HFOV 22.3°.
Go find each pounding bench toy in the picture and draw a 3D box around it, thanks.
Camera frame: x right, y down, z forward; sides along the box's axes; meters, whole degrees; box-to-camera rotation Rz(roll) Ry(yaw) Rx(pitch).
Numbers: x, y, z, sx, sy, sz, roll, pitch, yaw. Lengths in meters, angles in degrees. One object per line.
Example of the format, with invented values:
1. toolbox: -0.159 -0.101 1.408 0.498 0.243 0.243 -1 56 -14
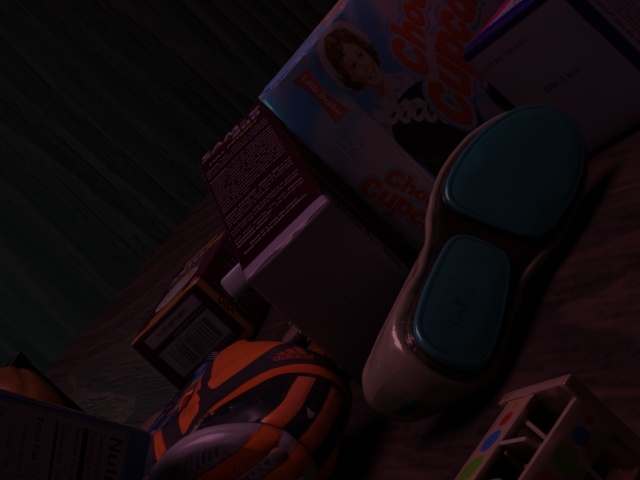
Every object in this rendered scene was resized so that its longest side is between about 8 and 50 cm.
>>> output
1. pounding bench toy: 0.079 0.100 0.641 0.065 0.052 0.083 -51 9 -26

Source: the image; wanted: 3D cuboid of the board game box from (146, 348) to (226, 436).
1. board game box: -0.102 0.169 1.194 0.194 0.060 0.194 -49 9 -12

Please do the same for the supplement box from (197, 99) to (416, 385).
1. supplement box: 0.000 0.000 1.074 0.073 0.130 0.239 -44 23 6

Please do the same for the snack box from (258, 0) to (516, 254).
1. snack box: 0.099 -0.129 1.167 0.060 0.187 0.322 -39 11 41

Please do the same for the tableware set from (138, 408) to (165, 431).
1. tableware set: -0.127 0.162 1.501 0.168 0.020 0.141 -44 10 5

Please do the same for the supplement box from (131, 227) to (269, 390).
1. supplement box: -0.110 0.064 1.665 0.104 0.081 0.188 -43 8 21

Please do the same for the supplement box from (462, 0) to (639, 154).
1. supplement box: 0.212 -0.175 1.086 0.220 0.114 0.111 -53 9 -30

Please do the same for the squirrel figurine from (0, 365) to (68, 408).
1. squirrel figurine: -0.358 0.277 1.324 0.370 0.281 0.397 -20 36 22

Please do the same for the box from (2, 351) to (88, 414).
1. box: -0.325 0.244 1.632 0.207 0.153 0.108 -43 8 16

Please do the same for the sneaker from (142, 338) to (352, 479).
1. sneaker: -0.099 0.175 1.026 0.321 0.124 0.180 -30 11 26

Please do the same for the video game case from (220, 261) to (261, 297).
1. video game case: 0.009 -0.023 1.465 0.193 0.023 0.212 -45 -10 8

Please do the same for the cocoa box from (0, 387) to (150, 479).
1. cocoa box: -0.304 0.184 0.900 0.347 0.228 0.231 -2 72 41

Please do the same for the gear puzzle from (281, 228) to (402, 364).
1. gear puzzle: 0.045 0.015 1.270 0.175 0.044 0.339 -47 8 20

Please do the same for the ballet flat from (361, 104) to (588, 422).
1. ballet flat: 0.089 0.014 0.949 0.086 0.086 0.248 -38 12 45
